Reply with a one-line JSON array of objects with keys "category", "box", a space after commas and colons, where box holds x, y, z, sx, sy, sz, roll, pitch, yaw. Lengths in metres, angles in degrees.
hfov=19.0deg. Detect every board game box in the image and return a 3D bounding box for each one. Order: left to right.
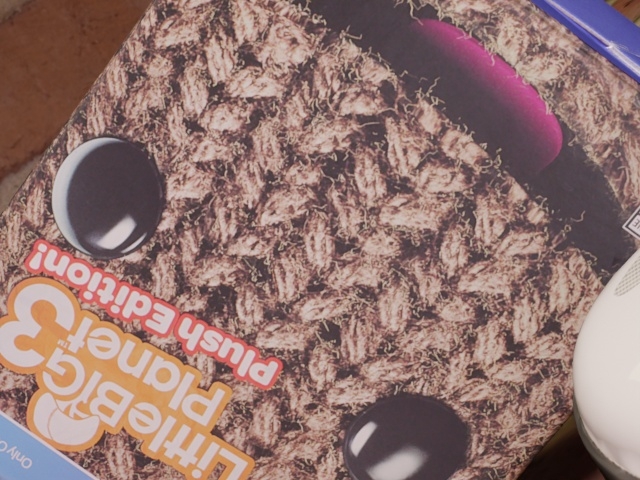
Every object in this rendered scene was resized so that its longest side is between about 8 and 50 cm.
[{"category": "board game box", "box": [0.000, 0.000, 0.809, 0.291, 0.232, 0.141, -53, 6, 18]}]

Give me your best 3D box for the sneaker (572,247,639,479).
[{"category": "sneaker", "box": [0.210, -0.108, 0.489, 0.447, 0.257, 0.169, -36, 37, 15]}]
